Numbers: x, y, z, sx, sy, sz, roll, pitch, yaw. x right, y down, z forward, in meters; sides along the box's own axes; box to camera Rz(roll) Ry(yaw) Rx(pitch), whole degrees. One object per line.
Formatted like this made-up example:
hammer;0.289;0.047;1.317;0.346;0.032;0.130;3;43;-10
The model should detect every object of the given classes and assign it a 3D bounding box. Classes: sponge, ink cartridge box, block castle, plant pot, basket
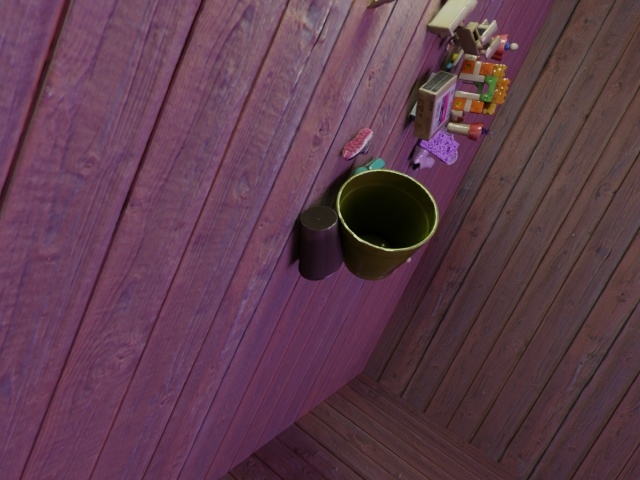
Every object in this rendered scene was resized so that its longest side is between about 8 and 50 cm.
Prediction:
sponge;0.611;-0.500;2.147;0.210;0.031;0.117;25;104;-26
ink cartridge box;0.484;-0.641;1.880;0.207;0.046;0.097;-63;156;4
block castle;0.753;-0.700;1.928;0.303;0.213;0.453;-36;139;-63
ink cartridge box;0.497;-0.585;1.807;0.193;0.088;0.234;-44;149;-28
plant pot;0.222;-0.025;1.618;0.366;0.367;0.353;-47;163;-29
basket;0.000;0.000;1.500;0.204;0.154;0.226;-44;148;-34

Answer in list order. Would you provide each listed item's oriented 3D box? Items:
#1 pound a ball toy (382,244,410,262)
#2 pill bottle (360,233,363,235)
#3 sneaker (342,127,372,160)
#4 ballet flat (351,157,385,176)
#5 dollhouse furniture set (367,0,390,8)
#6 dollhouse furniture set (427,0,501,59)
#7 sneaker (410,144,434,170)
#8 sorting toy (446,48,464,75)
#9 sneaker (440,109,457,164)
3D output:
pound a ball toy;0.389;0.030;2.294;0.208;0.135;0.319;-20;149;-2
pill bottle;0.172;-0.088;1.820;0.087;0.087;0.160;-43;151;-36
sneaker;0.138;-0.332;1.502;0.170;0.063;0.074;-53;150;-30
ballet flat;0.186;-0.269;1.677;0.213;0.072;0.068;-37;177;-39
dollhouse furniture set;0.196;-0.767;1.174;0.144;0.123;0.151;-39;113;-42
dollhouse furniture set;0.550;-0.808;1.630;0.161;0.212;0.242;-52;137;0
sneaker;0.526;-0.416;2.194;0.115;0.090;0.232;-57;148;8
sorting toy;0.640;-0.822;1.989;0.347;0.047;0.196;-57;161;-21
sneaker;0.644;-0.568;2.215;0.126;0.127;0.321;-20;120;-7
